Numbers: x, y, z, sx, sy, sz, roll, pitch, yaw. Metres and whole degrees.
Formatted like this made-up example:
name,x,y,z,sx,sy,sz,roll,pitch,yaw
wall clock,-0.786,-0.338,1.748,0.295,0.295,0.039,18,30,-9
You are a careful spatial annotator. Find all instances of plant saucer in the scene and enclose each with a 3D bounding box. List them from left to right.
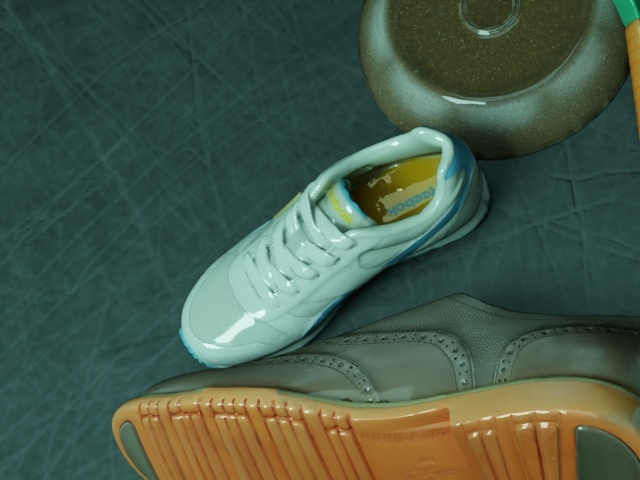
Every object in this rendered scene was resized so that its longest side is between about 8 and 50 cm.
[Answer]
name,x,y,z,sx,sy,sz,roll,pitch,yaw
plant saucer,0.118,-0.153,1.252,0.199,0.036,0.198,-5,71,14

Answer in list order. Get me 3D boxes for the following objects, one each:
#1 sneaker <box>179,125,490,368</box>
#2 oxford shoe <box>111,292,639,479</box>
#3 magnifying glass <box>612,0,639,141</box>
name,x,y,z,sx,sy,sz,roll,pitch,yaw
sneaker,0.000,0.000,1.200,0.229,0.092,0.087,-35,68,3
oxford shoe,0.044,0.108,1.156,0.364,0.130,0.132,-2,38,22
magnifying glass,0.213,-0.166,1.220,0.092,0.026,0.231,0,74,-22
